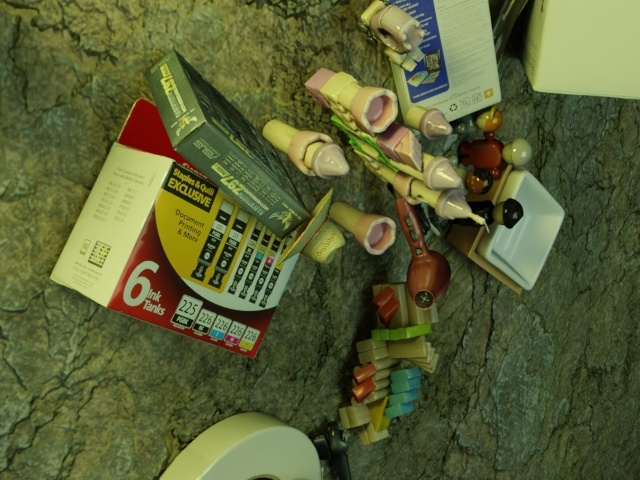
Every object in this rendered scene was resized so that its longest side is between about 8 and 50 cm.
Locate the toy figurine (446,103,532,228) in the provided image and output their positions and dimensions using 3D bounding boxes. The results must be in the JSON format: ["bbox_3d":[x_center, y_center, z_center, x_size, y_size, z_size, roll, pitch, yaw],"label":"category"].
[{"bbox_3d":[0.304,-0.139,1.694,0.209,0.148,0.213,41,58,-49],"label":"toy figurine"}]

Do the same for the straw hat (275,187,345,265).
[{"bbox_3d":[0.000,0.000,1.235,0.144,0.061,0.144,-54,-176,6],"label":"straw hat"}]

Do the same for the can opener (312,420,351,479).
[{"bbox_3d":[0.035,0.425,1.762,0.059,0.073,0.186,-89,165,-45],"label":"can opener"}]

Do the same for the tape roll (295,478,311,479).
[{"bbox_3d":[-0.015,0.566,1.552,0.246,0.169,0.246,-25,126,-41],"label":"tape roll"}]

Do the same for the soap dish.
[{"bbox_3d":[0.402,-0.032,1.921,0.291,0.118,0.229,30,83,-51],"label":"soap dish"}]

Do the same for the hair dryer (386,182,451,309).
[{"bbox_3d":[0.163,0.006,1.593,0.080,0.293,0.223,-26,140,20],"label":"hair dryer"}]

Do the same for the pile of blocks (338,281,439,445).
[{"bbox_3d":[0.127,0.243,1.698,0.113,0.149,0.362,-6,112,-50],"label":"pile of blocks"}]

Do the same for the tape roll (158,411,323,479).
[{"bbox_3d":[-0.152,0.487,1.546,0.392,0.072,0.392,-25,124,-42],"label":"tape roll"}]

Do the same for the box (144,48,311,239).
[{"bbox_3d":[-0.123,-0.126,1.184,0.059,0.183,0.233,-39,135,10],"label":"box"}]

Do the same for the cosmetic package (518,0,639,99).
[{"bbox_3d":[0.564,-0.487,1.635,0.329,0.327,0.393,-74,168,-67],"label":"cosmetic package"}]

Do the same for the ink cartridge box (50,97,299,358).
[{"bbox_3d":[-0.172,-0.009,1.241,0.309,0.130,0.271,29,82,-52],"label":"ink cartridge box"}]

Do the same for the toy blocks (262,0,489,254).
[{"bbox_3d":[0.131,-0.153,1.377,0.309,0.260,0.288,-49,133,-8],"label":"toy blocks"}]

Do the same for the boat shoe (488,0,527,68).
[{"bbox_3d":[0.312,-0.439,1.629,0.095,0.112,0.335,-2,112,-54],"label":"boat shoe"}]

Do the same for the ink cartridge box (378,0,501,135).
[{"bbox_3d":[0.197,-0.366,1.503,0.176,0.069,0.371,-22,132,-4],"label":"ink cartridge box"}]
